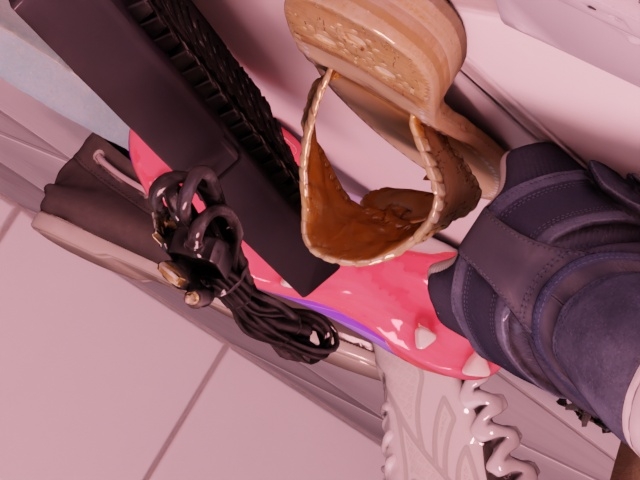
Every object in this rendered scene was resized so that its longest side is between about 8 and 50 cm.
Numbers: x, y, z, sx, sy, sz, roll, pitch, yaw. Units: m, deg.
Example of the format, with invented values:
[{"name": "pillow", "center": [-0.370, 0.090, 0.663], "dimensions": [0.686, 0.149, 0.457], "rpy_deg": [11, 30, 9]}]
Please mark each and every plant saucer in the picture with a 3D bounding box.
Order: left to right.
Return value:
[{"name": "plant saucer", "center": [-0.160, -0.112, 0.978], "dimensions": [0.195, 0.037, 0.195], "rpy_deg": [30, 173, 4]}]

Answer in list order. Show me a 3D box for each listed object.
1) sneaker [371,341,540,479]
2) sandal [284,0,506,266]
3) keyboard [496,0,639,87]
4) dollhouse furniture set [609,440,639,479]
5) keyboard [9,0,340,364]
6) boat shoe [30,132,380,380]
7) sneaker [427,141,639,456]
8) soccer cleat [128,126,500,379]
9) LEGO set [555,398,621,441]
[{"name": "sneaker", "center": [0.079, 0.150, 1.096], "dimensions": [0.292, 0.118, 0.110], "rpy_deg": [64, -178, 13]}, {"name": "sandal", "center": [0.015, -0.031, 0.654], "dimensions": [0.088, 0.079, 0.240], "rpy_deg": [29, 172, 15]}, {"name": "keyboard", "center": [0.154, -0.021, 0.449], "dimensions": [0.256, 0.014, 0.072], "rpy_deg": [29, 177, 19]}, {"name": "dollhouse furniture set", "center": [0.255, 0.197, 1.073], "dimensions": [0.151, 0.144, 0.123], "rpy_deg": [16, 176, 3]}, {"name": "keyboard", "center": [-0.045, -0.044, 0.653], "dimensions": [0.317, 0.033, 0.201], "rpy_deg": [47, -159, -66]}, {"name": "boat shoe", "center": [-0.065, 0.006, 1.247], "dimensions": [0.335, 0.095, 0.112], "rpy_deg": [21, 172, 26]}, {"name": "sneaker", "center": [0.141, 0.041, 0.645], "dimensions": [0.226, 0.086, 0.163], "rpy_deg": [27, -174, -45]}, {"name": "soccer cleat", "center": [0.000, 0.000, 0.940], "dimensions": [0.248, 0.083, 0.095], "rpy_deg": [30, 178, -13]}, {"name": "LEGO set", "center": [0.190, 0.117, 1.185], "dimensions": [0.054, 0.023, 0.083], "rpy_deg": [34, -175, -5]}]
